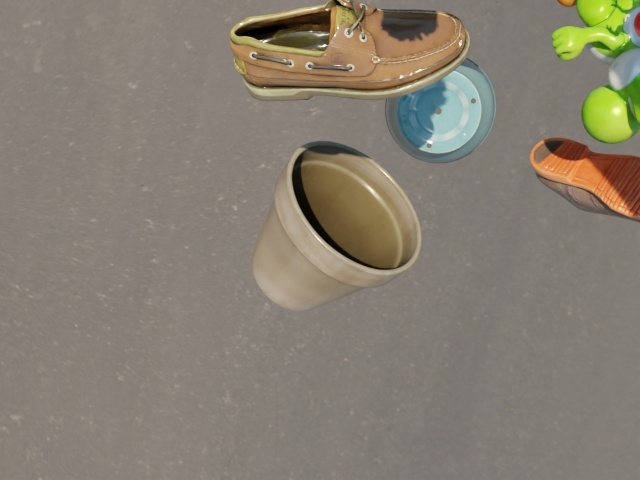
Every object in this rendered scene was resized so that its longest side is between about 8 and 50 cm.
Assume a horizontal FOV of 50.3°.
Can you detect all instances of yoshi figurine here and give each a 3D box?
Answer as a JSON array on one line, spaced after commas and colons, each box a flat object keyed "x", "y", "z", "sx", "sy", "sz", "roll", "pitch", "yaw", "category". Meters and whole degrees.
[{"x": 0.535, "y": -0.329, "z": 1.279, "sx": 0.204, "sy": 0.203, "sz": 0.362, "roll": -10, "pitch": 59, "yaw": 4, "category": "yoshi figurine"}]

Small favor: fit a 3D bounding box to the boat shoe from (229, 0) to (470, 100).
[{"x": 0.034, "y": -0.249, "z": 0.871, "sx": 0.104, "sy": 0.307, "sz": 0.110, "roll": 66, "pitch": 19, "yaw": -57, "category": "boat shoe"}]

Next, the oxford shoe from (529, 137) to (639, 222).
[{"x": 0.639, "y": -0.113, "z": 1.500, "sx": 0.130, "sy": 0.364, "sz": 0.132, "roll": -48, "pitch": 141, "yaw": -7, "category": "oxford shoe"}]

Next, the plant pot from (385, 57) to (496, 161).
[{"x": 0.275, "y": -0.303, "z": 1.573, "sx": 0.272, "sy": 0.255, "sz": 0.271, "roll": 2, "pitch": 102, "yaw": 9, "category": "plant pot"}]

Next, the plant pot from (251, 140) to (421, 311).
[{"x": 0.000, "y": 0.000, "z": 1.433, "sx": 0.323, "sy": 0.280, "sz": 0.323, "roll": 22, "pitch": 46, "yaw": -25, "category": "plant pot"}]
